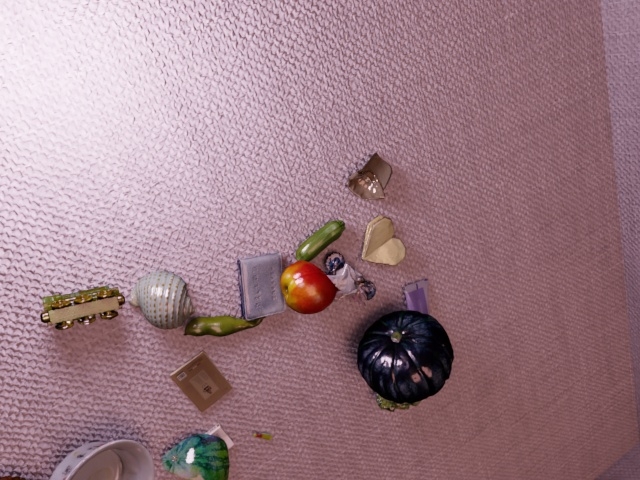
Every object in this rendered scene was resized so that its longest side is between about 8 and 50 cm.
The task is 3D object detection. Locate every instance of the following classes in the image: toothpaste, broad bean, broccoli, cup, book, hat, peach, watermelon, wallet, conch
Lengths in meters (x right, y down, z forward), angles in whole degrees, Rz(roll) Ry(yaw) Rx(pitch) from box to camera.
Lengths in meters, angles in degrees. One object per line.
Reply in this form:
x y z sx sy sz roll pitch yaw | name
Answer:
0.415 0.348 2.134 0.125 0.080 0.371 -16 108 -29 | toothpaste
-0.316 0.277 1.767 0.318 0.056 0.098 -16 93 -30 | broad bean
0.332 0.617 2.102 0.220 0.194 0.194 -37 118 -19 | broccoli
-0.713 0.782 1.619 0.347 0.163 0.347 -10 103 -54 | cup
-0.413 0.494 1.799 0.138 0.016 0.198 -36 117 -13 | book
0.183 -0.228 1.862 0.147 0.085 0.175 44 61 -18 | hat
-0.037 0.156 1.768 0.192 0.190 0.190 -16 111 -32 | peach
-0.419 0.753 1.799 0.231 0.128 0.146 26 73 -28 | watermelon
-0.200 0.160 1.777 0.167 0.036 0.222 -9 103 -31 | wallet
-0.491 0.194 1.608 0.200 0.131 0.172 9 101 -29 | conch

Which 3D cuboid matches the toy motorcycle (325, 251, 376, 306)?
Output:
0.074 0.183 1.902 0.239 0.108 0.204 39 81 -4 | toy motorcycle

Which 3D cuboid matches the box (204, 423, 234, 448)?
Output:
-0.422 0.765 1.867 0.198 0.029 0.109 -35 117 -14 | box

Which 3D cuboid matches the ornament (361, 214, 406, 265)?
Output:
0.224 0.020 1.956 0.180 0.059 0.201 -35 114 -12 | ornament

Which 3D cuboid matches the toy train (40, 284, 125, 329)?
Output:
-0.694 0.191 1.507 0.225 0.137 0.090 -11 105 -27 | toy train

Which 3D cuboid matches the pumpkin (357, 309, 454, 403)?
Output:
0.324 0.439 1.949 0.363 0.363 0.266 -31 128 -15 | pumpkin

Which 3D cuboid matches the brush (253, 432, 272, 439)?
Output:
-0.223 0.744 1.962 0.083 0.021 0.019 24 95 -35 | brush

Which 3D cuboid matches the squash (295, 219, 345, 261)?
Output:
0.000 0.000 1.828 0.219 0.068 0.077 -37 135 -13 | squash

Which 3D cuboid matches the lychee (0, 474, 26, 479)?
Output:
-0.937 0.844 1.531 0.236 0.236 0.271 -5 82 -25 | lychee
